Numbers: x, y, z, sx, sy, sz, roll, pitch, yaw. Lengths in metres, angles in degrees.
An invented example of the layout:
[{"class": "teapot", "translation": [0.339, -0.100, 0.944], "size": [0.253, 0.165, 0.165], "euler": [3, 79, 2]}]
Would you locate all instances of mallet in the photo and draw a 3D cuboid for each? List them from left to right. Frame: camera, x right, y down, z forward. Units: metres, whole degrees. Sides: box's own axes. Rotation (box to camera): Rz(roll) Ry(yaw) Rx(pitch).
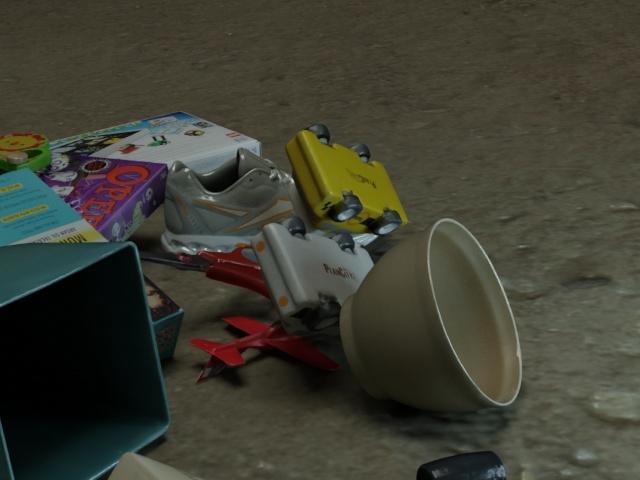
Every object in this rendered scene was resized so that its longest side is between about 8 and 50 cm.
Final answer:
[{"class": "mallet", "translation": [0.140, 0.205, 0.827], "size": [0.062, 0.039, 0.190], "euler": [-12, 28, -28]}]

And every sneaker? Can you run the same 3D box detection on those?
[{"class": "sneaker", "translation": [-0.049, -0.045, 1.347], "size": [0.262, 0.121, 0.099], "euler": [-5, 21, -10]}]

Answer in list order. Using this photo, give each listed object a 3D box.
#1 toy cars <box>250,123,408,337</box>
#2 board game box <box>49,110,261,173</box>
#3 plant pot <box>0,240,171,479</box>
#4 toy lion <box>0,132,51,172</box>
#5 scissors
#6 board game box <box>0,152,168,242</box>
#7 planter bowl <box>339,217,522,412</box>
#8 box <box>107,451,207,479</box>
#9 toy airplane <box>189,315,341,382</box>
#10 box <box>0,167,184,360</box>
[{"class": "toy cars", "translation": [0.000, 0.000, 1.188], "size": [0.087, 0.176, 0.393], "euler": [-32, 19, 21]}, {"class": "board game box", "translation": [-0.256, -0.099, 1.588], "size": [0.305, 0.053, 0.193], "euler": [-18, 28, -35]}, {"class": "plant pot", "translation": [-0.273, 0.097, 0.972], "size": [0.234, 0.165, 0.165], "euler": [4, 21, 35]}, {"class": "toy lion", "translation": [-0.350, -0.102, 1.398], "size": [0.100, 0.034, 0.096], "euler": [15, 28, 31]}, {"class": "scissors", "translation": [-0.123, 0.020, 1.182], "size": [0.297, 0.021, 0.109], "euler": [14, 23, -25]}, {"class": "board game box", "translation": [-0.328, 0.003, 1.282], "size": [0.208, 0.056, 0.347], "euler": [10, 33, 18]}, {"class": "planter bowl", "translation": [0.085, 0.075, 1.017], "size": [0.109, 0.162, 0.162], "euler": [-21, 13, 26]}, {"class": "box", "translation": [0.000, 0.233, 0.568], "size": [0.148, 0.121, 0.311], "euler": [32, -4, -41]}, {"class": "toy airplane", "translation": [-0.058, 0.094, 1.122], "size": [0.151, 0.028, 0.151], "euler": [-1, 22, 0]}, {"class": "box", "translation": [-0.247, 0.032, 1.132], "size": [0.244, 0.060, 0.100], "euler": [39, 40, 26]}]
